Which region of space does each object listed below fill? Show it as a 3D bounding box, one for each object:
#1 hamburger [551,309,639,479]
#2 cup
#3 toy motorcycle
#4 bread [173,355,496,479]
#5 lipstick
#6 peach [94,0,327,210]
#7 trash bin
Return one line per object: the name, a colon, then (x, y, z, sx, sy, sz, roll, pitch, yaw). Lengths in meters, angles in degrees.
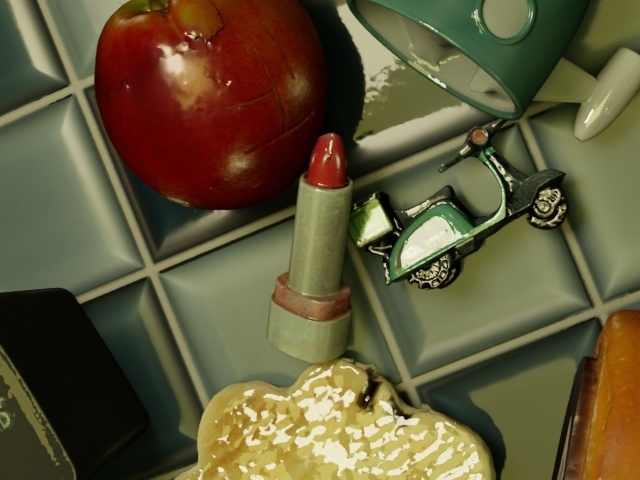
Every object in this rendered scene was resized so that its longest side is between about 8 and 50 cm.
hamburger: (0.280, 0.223, 1.059, 0.250, 0.330, 0.330, 10, 96, 8)
cup: (0.131, -0.204, 1.139, 0.299, 0.167, 0.173, 36, 86, -18)
toy motorcycle: (0.109, -0.025, 1.203, 0.173, 0.058, 0.100, -30, 82, 13)
bread: (0.011, 0.250, 1.224, 0.316, 0.054, 0.316, -2, 82, 14)
lipstick: (0.001, 0.000, 1.195, 0.063, 0.057, 0.186, 25, 120, 31)
peach: (-0.079, -0.112, 1.177, 0.197, 0.197, 0.197, 1, 94, 11)
trash bin: (-0.234, 0.125, 1.192, 0.115, 0.225, 0.165, -34, 87, 11)
